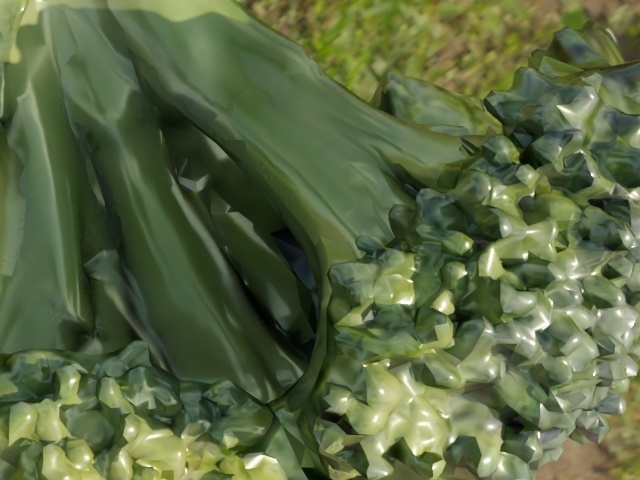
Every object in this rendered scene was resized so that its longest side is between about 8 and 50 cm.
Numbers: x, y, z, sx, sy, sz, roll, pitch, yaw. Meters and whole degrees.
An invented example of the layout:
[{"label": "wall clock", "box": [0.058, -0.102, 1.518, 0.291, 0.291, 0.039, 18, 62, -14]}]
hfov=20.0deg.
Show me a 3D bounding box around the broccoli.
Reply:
[{"label": "broccoli", "box": [-0.068, 0.012, 0.580, 0.302, 0.375, 0.249, 48, 51, -45]}]
